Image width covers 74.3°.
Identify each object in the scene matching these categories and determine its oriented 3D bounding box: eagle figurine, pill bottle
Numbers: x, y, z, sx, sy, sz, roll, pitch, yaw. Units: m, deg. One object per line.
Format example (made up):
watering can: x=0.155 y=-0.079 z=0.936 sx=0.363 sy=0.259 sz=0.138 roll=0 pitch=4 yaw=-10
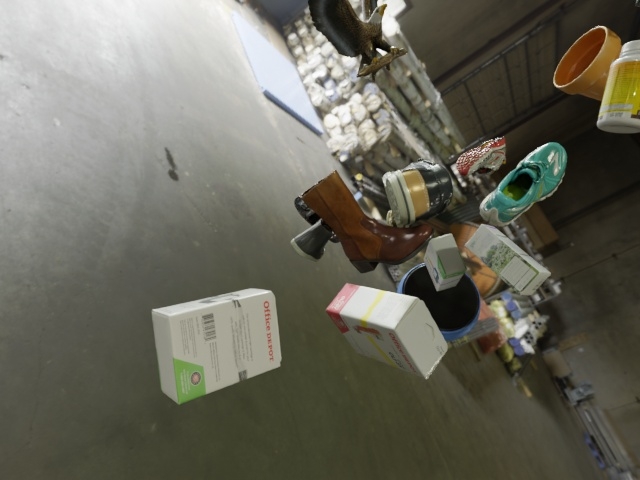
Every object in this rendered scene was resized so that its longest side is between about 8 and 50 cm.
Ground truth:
eagle figurine: x=0.130 y=-0.655 z=1.274 sx=0.298 sy=0.225 sz=0.226 roll=57 pitch=32 yaw=3
pill bottle: x=0.810 y=-0.397 z=1.101 sx=0.117 sy=0.117 sz=0.215 roll=-4 pitch=104 yaw=-65

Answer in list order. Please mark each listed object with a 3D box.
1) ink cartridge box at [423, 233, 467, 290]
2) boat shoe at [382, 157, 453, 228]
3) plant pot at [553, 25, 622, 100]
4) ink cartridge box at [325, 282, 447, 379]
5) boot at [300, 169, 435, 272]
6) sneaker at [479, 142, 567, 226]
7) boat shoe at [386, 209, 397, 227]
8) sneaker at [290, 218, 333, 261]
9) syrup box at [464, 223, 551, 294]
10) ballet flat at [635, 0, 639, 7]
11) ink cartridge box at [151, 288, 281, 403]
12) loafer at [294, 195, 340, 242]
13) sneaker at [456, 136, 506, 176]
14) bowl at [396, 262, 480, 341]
ink cartridge box: x=0.485 y=0.091 z=1.661 sx=0.212 sy=0.093 sz=0.155 roll=71 pitch=2 yaw=-67
boat shoe: x=0.270 y=-0.132 z=1.206 sx=0.500 sy=0.155 sz=0.187 roll=-28 pitch=100 yaw=-83
plant pot: x=0.915 y=-0.551 z=1.376 sx=0.187 sy=0.205 sz=0.205 roll=25 pitch=31 yaw=-9
ink cartridge box: x=0.245 y=0.334 z=1.611 sx=0.160 sy=0.384 sz=0.279 roll=-47 pitch=117 yaw=-26
boot: x=0.116 y=-0.067 z=1.068 sx=0.281 sy=0.264 sz=0.096 roll=53 pitch=51 yaw=-14
sneaker: x=0.483 y=-0.138 z=0.969 sx=0.107 sy=0.275 sz=0.110 roll=41 pitch=-19 yaw=21
boat shoe: x=0.287 y=-0.049 z=1.607 sx=0.056 sy=0.048 sz=0.153 roll=16 pitch=62 yaw=-28
sneaker: x=0.000 y=0.000 z=1.318 sx=0.083 sy=0.118 sz=0.222 roll=55 pitch=11 yaw=10
syrup box: x=0.579 y=0.057 z=1.320 sx=0.096 sy=0.093 sz=0.237 roll=7 pitch=34 yaw=-42
ballet flat: x=0.946 y=-0.697 z=1.173 sx=0.074 sy=0.074 sz=0.203 roll=64 pitch=10 yaw=12
ink cartridge box: x=-0.243 y=0.240 z=1.021 sx=0.272 sy=0.114 sz=0.199 roll=-8 pitch=95 yaw=-41
loafer: x=-0.013 y=-0.108 z=1.969 sx=0.302 sy=0.109 sz=0.095 roll=44 pitch=11 yaw=14
sneaker: x=0.488 y=-0.232 z=1.246 sx=0.225 sy=0.088 sz=0.093 roll=-29 pitch=107 yaw=-32
bowl: x=0.553 y=0.270 z=1.972 sx=0.077 sy=0.390 sz=0.392 roll=90 pitch=-13 yaw=-55
